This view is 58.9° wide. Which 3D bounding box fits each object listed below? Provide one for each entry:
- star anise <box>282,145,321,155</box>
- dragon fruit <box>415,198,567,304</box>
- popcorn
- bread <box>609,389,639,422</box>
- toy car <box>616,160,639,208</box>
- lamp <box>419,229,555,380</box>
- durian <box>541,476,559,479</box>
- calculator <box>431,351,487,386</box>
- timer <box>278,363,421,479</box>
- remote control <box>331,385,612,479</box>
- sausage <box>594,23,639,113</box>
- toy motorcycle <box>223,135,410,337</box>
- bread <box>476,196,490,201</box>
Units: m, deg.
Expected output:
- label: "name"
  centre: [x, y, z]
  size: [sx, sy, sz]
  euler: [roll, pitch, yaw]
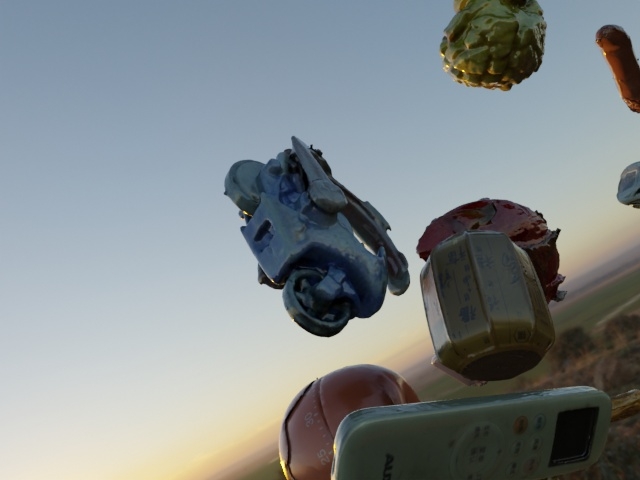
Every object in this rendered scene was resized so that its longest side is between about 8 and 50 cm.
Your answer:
- label: "star anise"
  centre: [-0.045, -0.248, 1.700]
  size: [0.141, 0.042, 0.141]
  euler: [9, -23, 4]
- label: "dragon fruit"
  centre: [0.406, 0.033, 1.238]
  size: [0.282, 0.343, 0.100]
  euler: [-51, 6, -10]
- label: "popcorn"
  centre: [0.383, -0.449, 1.255]
  size: [0.270, 0.224, 0.258]
  euler: [-58, -26, -19]
- label: "bread"
  centre: [0.561, 0.315, 1.072]
  size: [0.110, 0.044, 0.083]
  euler: [-31, -32, 26]
- label: "toy car"
  centre: [0.646, -0.121, 1.074]
  size: [0.056, 0.095, 0.205]
  euler: [18, -9, -9]
- label: "lamp"
  centre: [0.224, 0.088, 0.779]
  size: [0.161, 0.185, 0.161]
  euler: [-6, -35, -4]
- label: "durian"
  centre: [0.482, 0.582, 1.289]
  size: [0.186, 0.260, 0.154]
  euler: [-44, 10, -19]
- label: "calculator"
  centre: [0.396, 0.361, 1.607]
  size: [0.100, 0.175, 0.032]
  euler: [-51, 9, 52]
- label: "timer"
  centre: [0.057, 0.311, 0.877]
  size: [0.215, 0.230, 0.229]
  euler: [-30, -14, 14]
- label: "remote control"
  centre: [0.148, 0.184, 0.518]
  size: [0.309, 0.090, 0.038]
  euler: [3, 8, -25]
- label: "sausage"
  centre: [0.728, -0.403, 1.345]
  size: [0.078, 0.078, 0.304]
  euler: [-35, -55, 23]
- label: "toy motorcycle"
  centre: [0.009, -0.015, 0.821]
  size: [0.241, 0.319, 0.182]
  euler: [-18, -31, -19]
- label: "bread"
  centre: [0.412, -0.047, 1.363]
  size: [0.060, 0.113, 0.082]
  euler: [-30, 14, 45]
